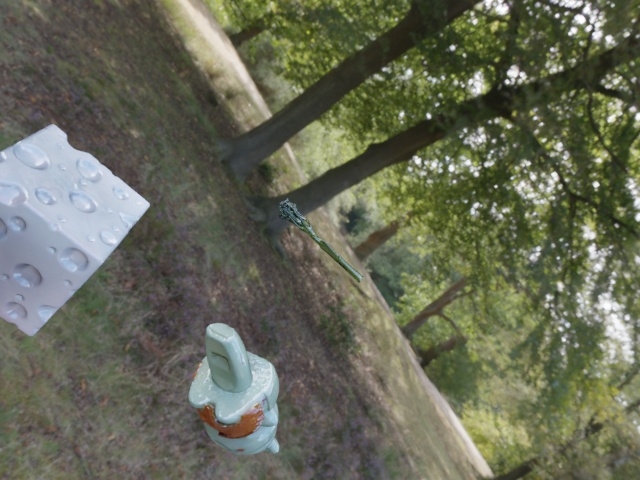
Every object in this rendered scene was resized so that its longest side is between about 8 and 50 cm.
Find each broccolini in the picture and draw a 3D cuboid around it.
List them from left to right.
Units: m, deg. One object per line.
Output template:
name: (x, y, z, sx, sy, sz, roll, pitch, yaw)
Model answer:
broccolini: (0.001, -0.001, 0.995, 0.218, 0.042, 0.044, 41, 14, 14)

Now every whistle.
whistle: (-0.101, 0.190, 0.635, 0.105, 0.102, 0.253, -90, 180, -48)

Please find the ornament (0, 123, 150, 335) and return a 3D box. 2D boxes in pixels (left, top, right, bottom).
ornament: (-0.515, -0.024, 0.964, 0.240, 0.240, 0.239, 43, 22, -18)
